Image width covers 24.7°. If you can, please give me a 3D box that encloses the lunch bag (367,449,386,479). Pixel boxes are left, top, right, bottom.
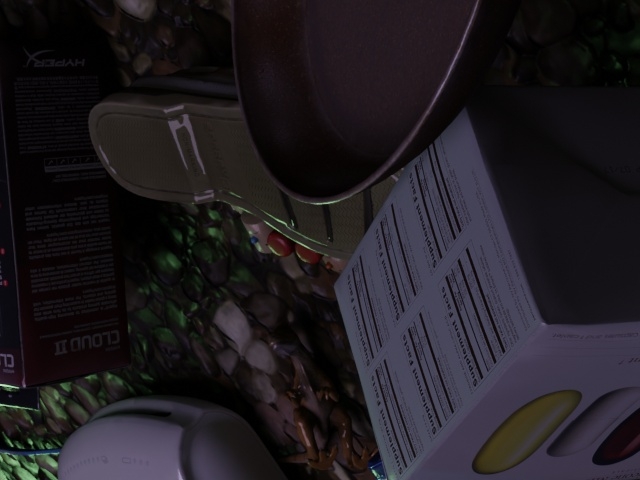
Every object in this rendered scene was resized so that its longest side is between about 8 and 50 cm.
[{"bbox_3d":[0.082,0.159,1.100,0.065,0.098,0.067,51,148,0],"label":"lunch bag"}]

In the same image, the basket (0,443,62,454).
[{"bbox_3d":[-0.316,0.369,1.614,0.254,0.201,0.289,-8,82,48],"label":"basket"}]

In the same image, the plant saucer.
[{"bbox_3d":[0.033,-0.171,0.768,0.310,0.050,0.311,-20,67,62],"label":"plant saucer"}]

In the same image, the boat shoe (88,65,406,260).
[{"bbox_3d":[-0.019,-0.070,0.987,0.302,0.103,0.113,18,133,34],"label":"boat shoe"}]

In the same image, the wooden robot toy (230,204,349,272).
[{"bbox_3d":[0.000,0.000,1.066,0.173,0.076,0.079,13,142,37],"label":"wooden robot toy"}]

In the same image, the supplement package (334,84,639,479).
[{"bbox_3d":[0.141,0.032,0.815,0.203,0.194,0.149,119,143,-52],"label":"supplement package"}]

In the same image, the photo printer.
[{"bbox_3d":[-0.108,0.281,1.384,0.256,0.107,0.307,-16,111,51],"label":"photo printer"}]

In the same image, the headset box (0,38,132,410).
[{"bbox_3d":[-0.268,-0.008,1.184,0.218,0.110,0.293,-1,95,44],"label":"headset box"}]

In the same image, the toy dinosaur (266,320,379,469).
[{"bbox_3d":[0.000,0.151,1.222,0.211,0.064,0.112,84,162,-44],"label":"toy dinosaur"}]
